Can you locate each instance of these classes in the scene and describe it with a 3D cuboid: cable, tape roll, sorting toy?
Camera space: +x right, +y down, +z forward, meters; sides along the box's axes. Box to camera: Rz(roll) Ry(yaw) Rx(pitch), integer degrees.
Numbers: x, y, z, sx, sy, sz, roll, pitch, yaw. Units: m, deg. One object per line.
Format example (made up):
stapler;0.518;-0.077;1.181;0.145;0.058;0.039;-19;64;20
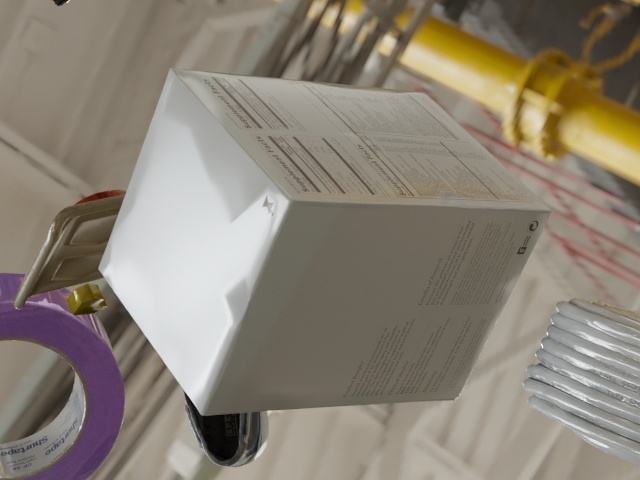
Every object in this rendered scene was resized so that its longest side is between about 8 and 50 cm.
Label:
cable;0.261;0.110;1.029;0.257;0.257;0.089;-108;37;-87
tape roll;-0.372;0.180;1.875;0.275;0.090;0.274;-7;-65;-15
sorting toy;-0.208;0.005;1.651;0.229;0.041;0.307;-19;-15;-28

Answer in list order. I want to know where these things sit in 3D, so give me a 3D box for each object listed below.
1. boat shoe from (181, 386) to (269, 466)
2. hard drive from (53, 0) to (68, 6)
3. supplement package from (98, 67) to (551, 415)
boat shoe;-0.133;0.126;1.938;0.102;0.108;0.301;19;-118;-77
hard drive;-0.268;-0.397;1.408;0.339;0.064;0.237;52;-145;-14
supplement package;0.000;0.000;1.296;0.263;0.198;0.199;1;-56;-38
